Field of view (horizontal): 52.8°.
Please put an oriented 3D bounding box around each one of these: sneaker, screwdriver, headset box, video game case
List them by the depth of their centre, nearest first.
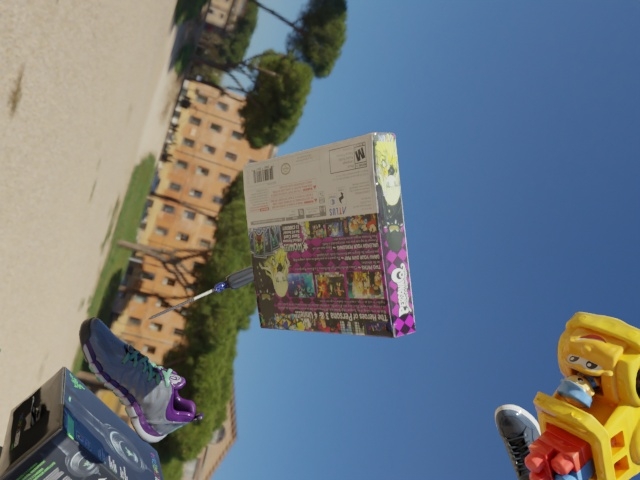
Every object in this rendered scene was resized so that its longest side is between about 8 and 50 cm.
[{"bbox_3d":[0.000,0.000,0.737,0.232,0.041,0.210,-6,-90,48],"label":"video game case"},{"bbox_3d":[-0.159,0.076,0.896,0.025,0.169,0.024,48,-20,49],"label":"screwdriver"},{"bbox_3d":[-0.257,0.190,0.940,0.083,0.098,0.224,-103,169,-63],"label":"sneaker"},{"bbox_3d":[-0.413,0.384,1.121,0.131,0.283,0.246,-40,-158,-7],"label":"headset box"},{"bbox_3d":[0.432,0.468,1.341,0.086,0.226,0.163,-25,-167,23],"label":"sneaker"}]

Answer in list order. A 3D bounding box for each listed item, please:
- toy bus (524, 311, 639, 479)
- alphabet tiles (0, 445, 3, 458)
[{"bbox_3d":[0.366,0.242,0.892,0.149,0.211,0.220,20,-46,57],"label":"toy bus"},{"bbox_3d":[-0.586,0.546,1.203,0.011,0.342,0.285,-10,-124,26],"label":"alphabet tiles"}]
